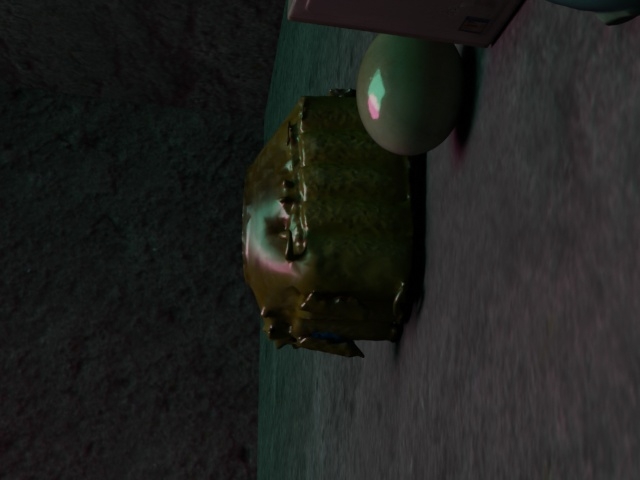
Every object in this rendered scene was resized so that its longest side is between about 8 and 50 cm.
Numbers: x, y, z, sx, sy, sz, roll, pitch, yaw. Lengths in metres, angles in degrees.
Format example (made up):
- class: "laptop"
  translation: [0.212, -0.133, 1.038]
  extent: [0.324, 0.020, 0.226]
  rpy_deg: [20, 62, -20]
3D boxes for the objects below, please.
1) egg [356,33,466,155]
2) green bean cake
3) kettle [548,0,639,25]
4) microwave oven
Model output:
- class: "egg"
  translation: [0.094, -0.161, 1.455]
  extent: [0.114, 0.114, 0.152]
  rpy_deg: [119, 158, -71]
- class: "green bean cake"
  translation: [0.000, 0.000, 1.709]
  extent: [0.285, 0.202, 0.310]
  rpy_deg: [104, 170, -56]
- class: "kettle"
  translation: [0.144, -0.305, 0.878]
  extent: [0.319, 0.247, 0.342]
  rpy_deg: [47, 145, 49]
- class: "microwave oven"
  translation: [0.081, -0.274, 1.305]
  extent: [0.163, 0.205, 0.129]
  rpy_deg: [124, 152, -72]
